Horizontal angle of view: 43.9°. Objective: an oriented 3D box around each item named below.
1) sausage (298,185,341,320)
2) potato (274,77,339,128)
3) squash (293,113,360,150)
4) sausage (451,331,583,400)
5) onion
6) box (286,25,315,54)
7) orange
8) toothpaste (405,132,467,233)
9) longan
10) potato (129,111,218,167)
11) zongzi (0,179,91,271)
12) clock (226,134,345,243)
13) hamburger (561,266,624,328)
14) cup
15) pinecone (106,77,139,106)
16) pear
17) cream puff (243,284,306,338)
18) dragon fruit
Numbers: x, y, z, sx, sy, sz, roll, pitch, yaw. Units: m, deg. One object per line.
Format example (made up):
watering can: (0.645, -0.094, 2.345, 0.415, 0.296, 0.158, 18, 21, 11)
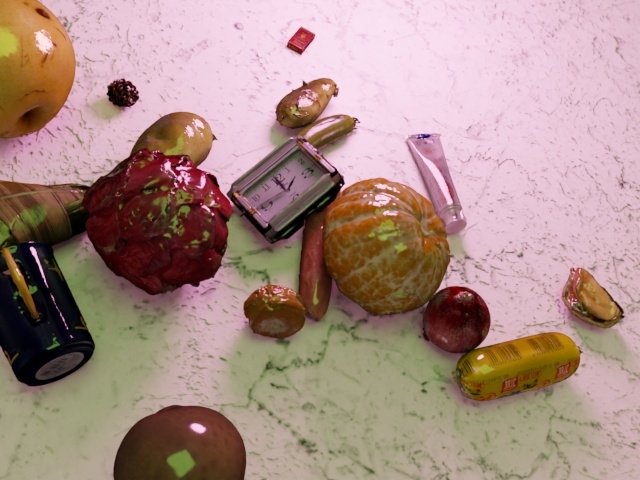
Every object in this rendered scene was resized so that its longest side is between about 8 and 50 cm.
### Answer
sausage: (-0.002, -0.001, 1.930, 0.088, 0.088, 0.432, 11, 57, -7)
potato: (-0.036, -0.374, 2.139, 0.117, 0.090, 0.225, 23, 46, 26)
squash: (-0.013, -0.267, 2.094, 0.318, 0.071, 0.080, -38, 82, -29)
sausage: (0.459, 0.290, 1.840, 0.347, 0.123, 0.123, -9, 62, -18)
onion: (0.321, 0.169, 1.839, 0.160, 0.194, 0.159, 2, 53, -3)
box: (-0.056, -0.581, 2.305, 0.052, 0.023, 0.082, 30, 57, 5)
orange: (0.156, 0.010, 1.840, 0.329, 0.249, 0.329, 25, 54, -41)
toothpaste: (0.314, -0.165, 2.121, 0.100, 0.066, 0.323, -6, 56, -12)
longan: (-0.266, 0.431, 1.509, 0.258, 0.258, 0.258, 6, 58, -10)
potato: (-0.370, -0.210, 1.937, 0.169, 0.143, 0.248, 8, 53, 37)
zongzi: (-0.674, -0.098, 1.808, 0.286, 0.134, 0.288, -27, 61, -33)
clock: (-0.086, -0.122, 1.932, 0.253, 0.083, 0.186, -39, 58, -7)
hamburger: (0.664, 0.160, 1.999, 0.102, 0.087, 0.176, -37, 81, -17)
cup: (-0.599, 0.145, 1.601, 0.178, 0.255, 0.256, -35, 70, 5)
pinecone: (-0.505, -0.380, 2.041, 0.083, 0.077, 0.077, 11, 45, 43)
pear: (-0.743, -0.409, 1.852, 0.349, 0.348, 0.348, 6, 58, -10)
cream puff: (-0.104, 0.154, 1.787, 0.144, 0.126, 0.103, 6, 44, -17)
dragon fruit: (-0.351, -0.046, 1.734, 0.330, 0.329, 0.329, 6, 58, -10)
